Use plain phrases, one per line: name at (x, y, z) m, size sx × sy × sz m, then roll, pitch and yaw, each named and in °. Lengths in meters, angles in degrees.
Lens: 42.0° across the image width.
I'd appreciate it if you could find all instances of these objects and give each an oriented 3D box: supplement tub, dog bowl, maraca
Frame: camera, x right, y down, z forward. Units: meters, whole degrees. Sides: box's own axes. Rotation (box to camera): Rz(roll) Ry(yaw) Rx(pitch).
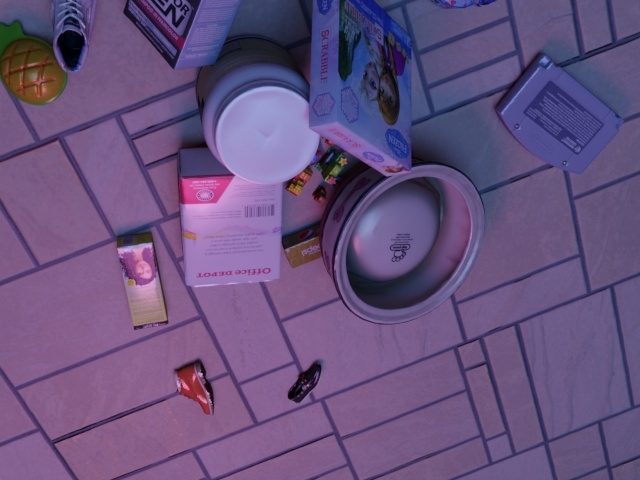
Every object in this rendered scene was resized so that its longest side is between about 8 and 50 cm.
supplement tub at (-0.128, -0.268, 1.697) m, size 0.236 × 0.324 × 0.235 m, roll -5°, pitch 118°, yaw -10°
dog bowl at (0.178, -0.015, 1.958) m, size 0.408 × 0.150 × 0.407 m, roll -13°, pitch 120°, yaw -24°
maraca at (-0.595, -0.356, 1.681) m, size 0.186 × 0.099 × 0.127 m, roll 44°, pitch 92°, yaw -3°

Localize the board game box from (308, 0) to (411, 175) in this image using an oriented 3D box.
board game box at (0.089, -0.325, 1.673) m, size 0.066 × 0.317 × 0.319 m, roll -7°, pitch 165°, yaw 31°

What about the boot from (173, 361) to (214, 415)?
boot at (-0.326, 0.393, 2.166) m, size 0.085 × 0.059 × 0.157 m, roll -17°, pitch 112°, yaw 0°

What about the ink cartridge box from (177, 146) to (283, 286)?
ink cartridge box at (-0.204, -0.055, 1.880) m, size 0.226 × 0.131 × 0.306 m, roll -3°, pitch 130°, yaw -10°

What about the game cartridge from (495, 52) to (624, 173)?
game cartridge at (0.566, -0.290, 1.999) m, size 0.294 × 0.060 × 0.196 m, roll 31°, pitch 104°, yaw -25°

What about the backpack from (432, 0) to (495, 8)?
backpack at (0.310, -0.565, 1.758) m, size 0.173 × 0.117 × 0.158 m, roll -19°, pitch 119°, yaw 1°

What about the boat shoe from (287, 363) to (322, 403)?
boat shoe at (-0.040, 0.380, 2.224) m, size 0.042 × 0.049 × 0.133 m, roll 22°, pitch 116°, yaw -31°

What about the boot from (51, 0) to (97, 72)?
boot at (-0.466, -0.446, 1.594) m, size 0.095 × 0.123 × 0.258 m, roll 0°, pitch 140°, yaw -14°

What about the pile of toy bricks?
pile of toy bricks at (0.020, -0.166, 1.911) m, size 0.118 × 0.105 × 0.212 m, roll 29°, pitch 108°, yaw -25°

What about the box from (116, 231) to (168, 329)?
box at (-0.422, 0.098, 1.982) m, size 0.088 × 0.058 × 0.232 m, roll -10°, pitch 120°, yaw -7°

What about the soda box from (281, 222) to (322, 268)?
soda box at (0.000, 0.000, 2.023) m, size 0.181 × 0.058 × 0.061 m, roll -21°, pitch 121°, yaw 0°

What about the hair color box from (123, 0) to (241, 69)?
hair color box at (-0.224, -0.524, 1.545) m, size 0.114 × 0.185 × 0.374 m, roll -21°, pitch 152°, yaw -46°
